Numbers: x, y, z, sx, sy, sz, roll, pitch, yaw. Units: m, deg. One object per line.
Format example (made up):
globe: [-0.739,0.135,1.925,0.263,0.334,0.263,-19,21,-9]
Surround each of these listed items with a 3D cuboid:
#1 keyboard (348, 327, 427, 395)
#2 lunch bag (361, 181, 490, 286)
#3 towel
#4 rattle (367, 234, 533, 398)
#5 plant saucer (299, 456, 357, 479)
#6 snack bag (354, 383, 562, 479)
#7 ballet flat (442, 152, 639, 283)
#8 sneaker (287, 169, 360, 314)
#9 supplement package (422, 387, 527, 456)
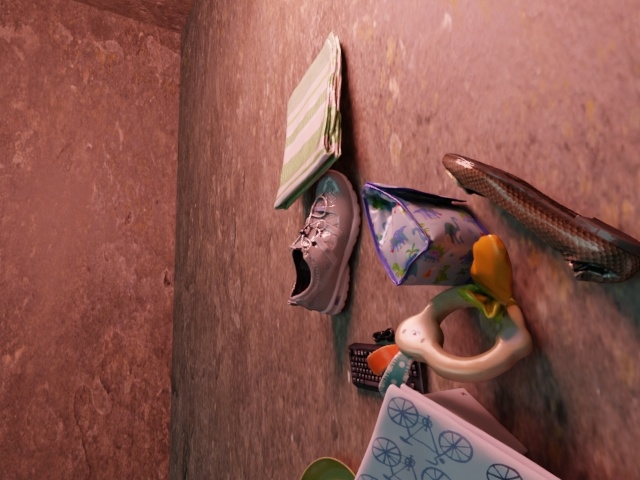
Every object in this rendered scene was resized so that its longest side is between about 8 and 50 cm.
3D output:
keyboard: [0.103,0.198,0.678,0.180,0.023,0.108,-17,72,57]
lunch bag: [0.135,-0.019,0.546,0.096,0.128,0.151,-61,37,33]
towel: [-0.029,-0.247,0.880,0.248,0.038,0.325,-38,43,52]
rattle: [0.125,0.097,0.471,0.199,0.143,0.130,-18,57,18]
plant saucer: [0.031,0.511,0.716,0.241,0.037,0.241,-27,56,48]
snack bag: [0.158,0.359,0.410,0.323,0.037,0.343,26,112,26]
ballet flat: [0.222,-0.033,0.458,0.250,0.084,0.058,47,125,44]
sneaker: [0.000,0.000,0.780,0.105,0.115,0.281,-6,79,58]
supplement package: [0.148,0.292,0.509,0.105,0.105,0.179,42,122,54]
